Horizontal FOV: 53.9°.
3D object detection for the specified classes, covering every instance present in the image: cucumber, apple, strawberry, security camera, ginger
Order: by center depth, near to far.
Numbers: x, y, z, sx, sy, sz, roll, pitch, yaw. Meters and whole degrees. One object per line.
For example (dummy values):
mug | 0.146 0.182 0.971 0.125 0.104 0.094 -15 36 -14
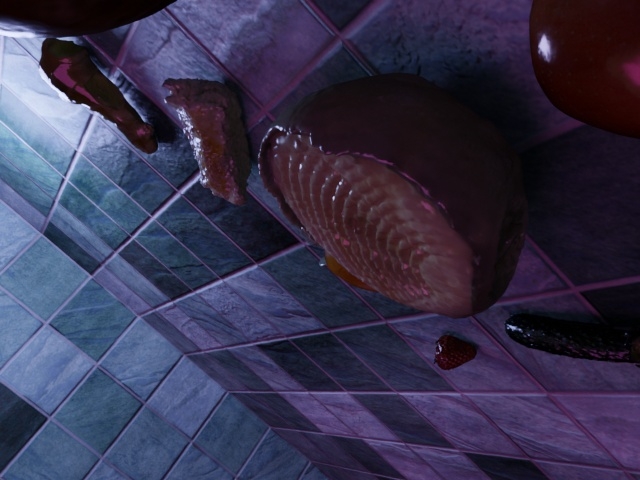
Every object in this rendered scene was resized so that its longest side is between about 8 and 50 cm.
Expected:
apple | 0.264 -0.166 0.504 0.168 0.181 0.181 1 136 45
cucumber | 0.387 0.152 0.974 0.245 0.067 0.067 -1 135 47
security camera | 0.000 0.000 1.216 0.058 0.058 0.092 -9 116 54
strawberry | 0.261 0.221 1.227 0.083 0.073 0.073 8 143 18
ginger | -0.440 -0.277 1.257 0.131 0.086 0.294 -22 125 34

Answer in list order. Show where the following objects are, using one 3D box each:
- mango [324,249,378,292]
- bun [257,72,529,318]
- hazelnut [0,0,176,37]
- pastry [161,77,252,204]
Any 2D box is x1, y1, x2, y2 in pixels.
mango | 0.108 0.027 1.053 0.219 0.112 0.144 12 140 32
bun | 0.110 -0.071 0.808 0.364 0.202 0.364 32 159 14
hazelnut | -0.269 -0.382 0.616 0.421 0.352 0.421 -8 165 -2
pastry | -0.179 -0.171 1.104 0.121 0.089 0.258 27 152 28
